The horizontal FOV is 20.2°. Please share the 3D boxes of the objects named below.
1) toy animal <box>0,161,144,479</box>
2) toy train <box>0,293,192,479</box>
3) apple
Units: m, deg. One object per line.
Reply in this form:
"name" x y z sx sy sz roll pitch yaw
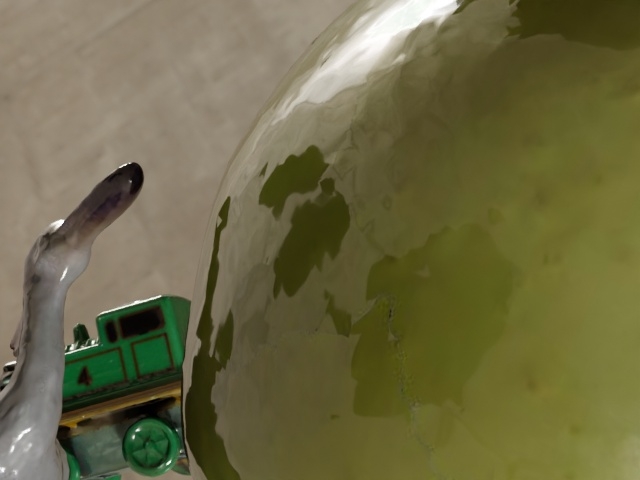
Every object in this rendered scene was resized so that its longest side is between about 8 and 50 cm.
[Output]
"toy animal" -0.170 0.125 0.901 0.090 0.324 0.195 25 164 -28
"toy train" -0.155 0.118 1.330 0.091 0.227 0.136 21 -124 -71
"apple" 0.159 0.062 0.817 0.474 0.473 0.473 57 -174 -9
